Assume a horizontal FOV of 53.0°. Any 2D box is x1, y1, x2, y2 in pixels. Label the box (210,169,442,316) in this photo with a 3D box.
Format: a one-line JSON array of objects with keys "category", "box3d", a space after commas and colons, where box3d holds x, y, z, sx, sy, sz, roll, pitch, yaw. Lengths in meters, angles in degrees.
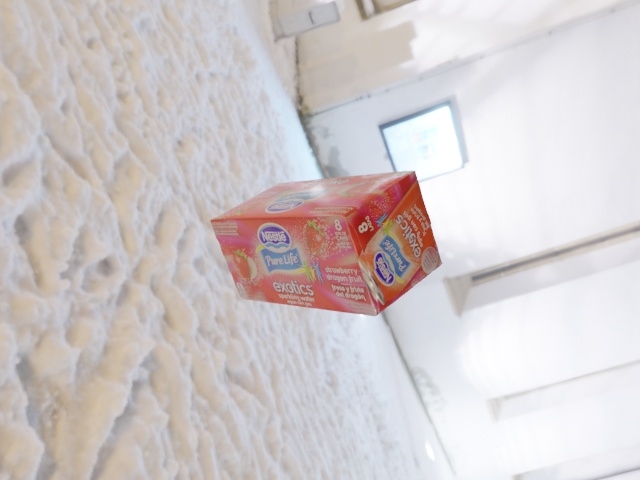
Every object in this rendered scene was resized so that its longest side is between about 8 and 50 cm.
[{"category": "box", "box3d": [0.000, 0.000, 0.779, 0.128, 0.257, 0.122, -33, 112, -36]}]
